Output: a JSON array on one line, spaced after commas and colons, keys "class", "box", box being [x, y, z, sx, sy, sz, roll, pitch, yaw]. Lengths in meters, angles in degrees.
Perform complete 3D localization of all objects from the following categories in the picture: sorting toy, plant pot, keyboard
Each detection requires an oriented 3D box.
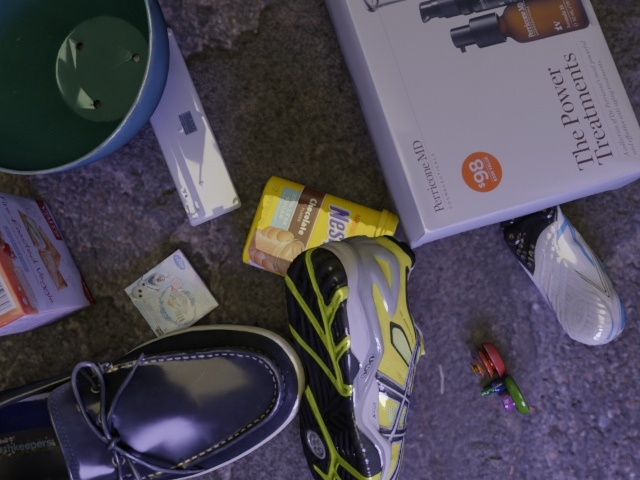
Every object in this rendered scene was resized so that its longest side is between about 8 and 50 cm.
[{"class": "sorting toy", "box": [0.218, 0.178, 1.035, 0.042, 0.061, 0.102, -28, 65, 3]}, {"class": "plant pot", "box": [-0.301, -0.219, 0.997, 0.290, 0.195, 0.290, 0, 92, 11]}, {"class": "keyboard", "box": [-0.182, -0.150, 1.091, 0.072, 0.014, 0.256, -22, 88, -2]}]

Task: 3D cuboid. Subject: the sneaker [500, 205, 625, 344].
[{"class": "sneaker", "box": [0.297, 0.020, 1.034, 0.085, 0.086, 0.237, -33, 74, 30]}]

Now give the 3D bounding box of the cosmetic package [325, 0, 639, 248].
[{"class": "cosmetic package", "box": [0.183, -0.210, 0.977, 0.284, 0.097, 0.377, -17, 80, -8]}]

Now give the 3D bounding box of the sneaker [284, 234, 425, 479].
[{"class": "sneaker", "box": [0.063, 0.174, 0.971, 0.147, 0.145, 0.385, -21, 121, -33]}]

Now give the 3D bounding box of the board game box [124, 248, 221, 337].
[{"class": "board game box", "box": [-0.192, 0.073, 1.080, 0.090, 0.020, 0.090, -36, 87, 4]}]

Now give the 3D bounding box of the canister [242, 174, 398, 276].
[{"class": "canister", "box": [0.000, 0.000, 1.045, 0.170, 0.073, 0.126, 19, 90, 5]}]

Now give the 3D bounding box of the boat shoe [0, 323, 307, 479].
[{"class": "boat shoe", "box": [-0.258, 0.229, 1.008, 0.500, 0.156, 0.187, -14, 93, 3]}]

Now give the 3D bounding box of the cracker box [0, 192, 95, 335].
[{"class": "cracker box", "box": [-0.361, 0.026, 0.985, 0.067, 0.232, 0.156, -27, 88, 1]}]
